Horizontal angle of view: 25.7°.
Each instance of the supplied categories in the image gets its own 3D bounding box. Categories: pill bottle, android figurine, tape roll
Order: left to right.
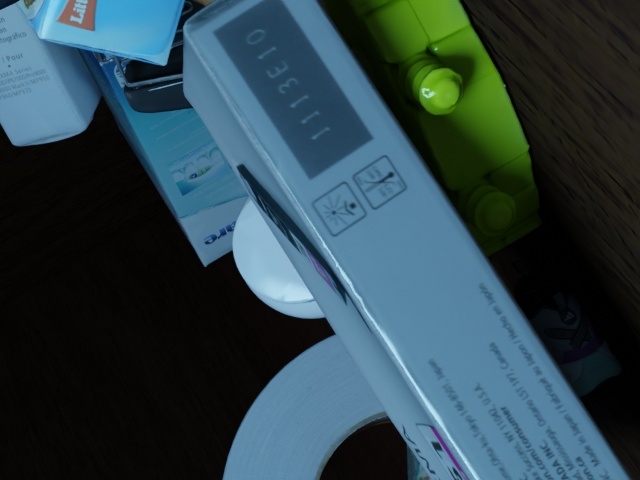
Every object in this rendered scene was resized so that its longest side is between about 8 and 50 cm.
[{"bbox_3d":[0.000,0.000,0.872,0.094,0.094,0.169,59,-169,5],"label":"pill bottle"},{"bbox_3d":[0.027,-0.081,0.702,0.248,0.056,0.273,64,174,-28],"label":"android figurine"},{"bbox_3d":[0.051,0.160,0.833,0.219,0.219,0.072,59,173,10],"label":"tape roll"}]

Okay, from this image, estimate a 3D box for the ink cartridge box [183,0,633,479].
[{"bbox_3d":[0.030,0.028,0.658,0.275,0.060,0.239,57,171,3],"label":"ink cartridge box"}]

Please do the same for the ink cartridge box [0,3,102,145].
[{"bbox_3d":[-0.307,-0.333,1.392,0.308,0.091,0.385,-78,-28,-53],"label":"ink cartridge box"}]

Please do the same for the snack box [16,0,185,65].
[{"bbox_3d":[-0.111,-0.220,0.644,0.322,0.060,0.187,49,124,57],"label":"snack box"}]

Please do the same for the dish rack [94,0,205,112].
[{"bbox_3d":[-0.137,-0.235,0.947,0.208,0.074,0.272,-99,-8,-51],"label":"dish rack"}]

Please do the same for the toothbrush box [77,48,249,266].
[{"bbox_3d":[-0.137,-0.154,1.264,0.216,0.126,0.295,55,173,35],"label":"toothbrush box"}]

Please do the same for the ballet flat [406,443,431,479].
[{"bbox_3d":[0.094,0.139,0.957,0.091,0.077,0.241,66,-165,-47],"label":"ballet flat"}]

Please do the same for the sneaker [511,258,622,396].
[{"bbox_3d":[0.110,0.041,0.696,0.069,0.038,0.098,61,164,1],"label":"sneaker"}]

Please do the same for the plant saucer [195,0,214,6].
[{"bbox_3d":[-0.089,-0.223,0.805,0.200,0.037,0.200,163,90,-89],"label":"plant saucer"}]

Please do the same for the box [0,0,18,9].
[{"bbox_3d":[-0.093,-0.240,0.257,0.294,0.212,0.395,61,172,1],"label":"box"}]
